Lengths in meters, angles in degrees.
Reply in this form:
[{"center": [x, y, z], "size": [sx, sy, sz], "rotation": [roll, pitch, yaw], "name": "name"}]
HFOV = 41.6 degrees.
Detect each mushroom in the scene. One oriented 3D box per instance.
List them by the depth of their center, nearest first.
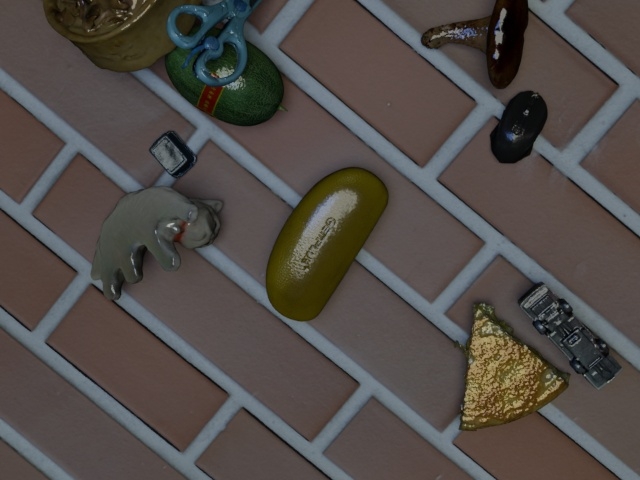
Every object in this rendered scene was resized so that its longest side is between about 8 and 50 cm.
[{"center": [0.323, -0.448, 1.791], "size": [0.218, 0.148, 0.226], "rotation": [12, 94, 19], "name": "mushroom"}]

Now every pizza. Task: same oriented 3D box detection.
[{"center": [0.410, 0.267, 1.903], "size": [0.280, 0.075, 0.287], "rotation": [-17, 94, 3], "name": "pizza"}]

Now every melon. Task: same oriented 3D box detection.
[{"center": [-0.196, -0.347, 1.807], "size": [0.288, 0.182, 0.182], "rotation": [28, 99, 1], "name": "melon"}]

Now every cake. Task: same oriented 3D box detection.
[{"center": [-0.435, -0.543, 1.680], "size": [0.333, 0.321, 0.332], "rotation": [-9, 65, 20], "name": "cake"}]

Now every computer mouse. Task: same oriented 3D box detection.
[{"center": [0.431, -0.246, 1.832], "size": [0.099, 0.057, 0.172], "rotation": [27, 98, 8], "name": "computer mouse"}]

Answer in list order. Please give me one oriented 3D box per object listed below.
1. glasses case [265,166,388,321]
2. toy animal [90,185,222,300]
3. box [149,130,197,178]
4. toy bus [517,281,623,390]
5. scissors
[{"center": [0.000, 0.000, 1.860], "size": [0.173, 0.141, 0.371], "rotation": [32, 99, 0], "name": "glasses case"}, {"center": [-0.366, 0.001, 1.901], "size": [0.266, 0.188, 0.307], "rotation": [26, 111, 22], "name": "toy animal"}, {"center": [-0.337, -0.194, 1.902], "size": [0.074, 0.054, 0.099], "rotation": [-41, 93, 7], "name": "box"}, {"center": [0.548, 0.205, 1.863], "size": [0.092, 0.106, 0.268], "rotation": [-43, 95, 9], "name": "toy bus"}, {"center": [-0.172, -0.465, 1.729], "size": [0.180, 0.393, 0.032], "rotation": [46, 142, -17], "name": "scissors"}]
